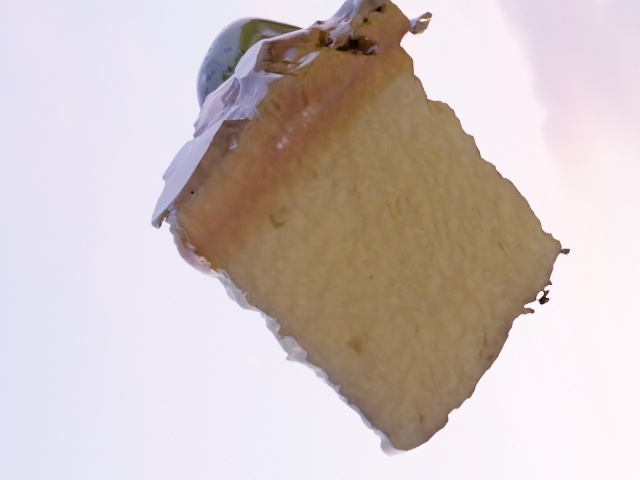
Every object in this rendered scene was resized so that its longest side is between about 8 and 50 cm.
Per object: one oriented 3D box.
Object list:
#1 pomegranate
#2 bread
[{"bbox_3d":[-0.026,-0.071,0.792,0.084,0.073,0.073,-120,6,-73],"label":"pomegranate"},{"bbox_3d":[0.000,0.000,0.638,0.147,0.127,0.152,49,-137,-13],"label":"bread"}]
